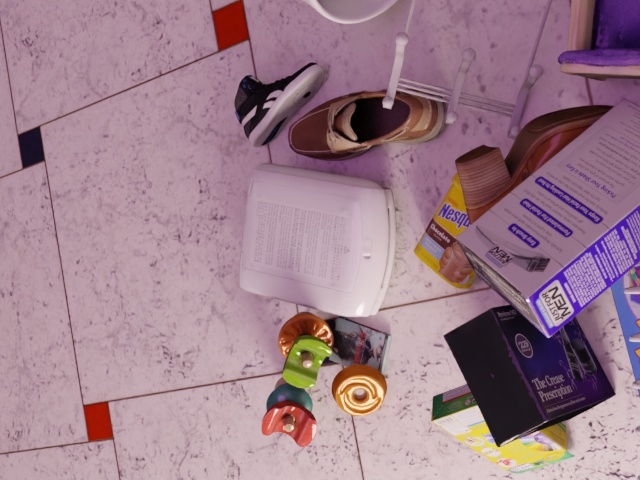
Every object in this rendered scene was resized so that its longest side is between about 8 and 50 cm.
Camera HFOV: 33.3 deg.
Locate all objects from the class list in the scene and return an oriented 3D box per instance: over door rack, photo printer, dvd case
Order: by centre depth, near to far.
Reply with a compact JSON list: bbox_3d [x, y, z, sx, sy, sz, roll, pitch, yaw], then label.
[{"bbox_3d":[0.247,-0.343,1.718,0.239,0.108,0.324,14,103,1],"label":"over door rack"},{"bbox_3d":[0.000,0.000,1.975,0.307,0.107,0.256,11,98,35],"label":"photo printer"},{"bbox_3d":[0.073,0.199,1.986,0.119,0.013,0.087,18,102,34],"label":"dvd case"}]

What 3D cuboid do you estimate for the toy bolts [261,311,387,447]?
[{"bbox_3d":[-0.005,0.260,1.994,0.218,0.158,0.228,25,111,-13],"label":"toy bolts"}]

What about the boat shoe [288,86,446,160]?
[{"bbox_3d":[0.063,-0.215,1.915,0.324,0.116,0.123,-11,85,36],"label":"boat shoe"}]

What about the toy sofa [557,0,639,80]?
[{"bbox_3d":[0.532,-0.303,1.531,0.362,0.177,0.150,9,97,37],"label":"toy sofa"}]

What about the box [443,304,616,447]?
[{"bbox_3d":[0.326,0.193,1.646,0.103,0.261,0.184,-38,71,31],"label":"box"}]

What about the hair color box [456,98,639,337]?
[{"bbox_3d":[0.389,-0.037,1.560,0.339,0.110,0.185,-38,39,-4],"label":"hair color box"}]

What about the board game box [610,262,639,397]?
[{"bbox_3d":[0.571,0.127,1.577,0.233,0.078,0.347,-18,81,35],"label":"board game box"}]

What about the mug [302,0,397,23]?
[{"bbox_3d":[0.027,-0.607,1.865,0.374,0.276,0.328,-44,55,-4],"label":"mug"}]

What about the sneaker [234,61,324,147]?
[{"bbox_3d":[-0.094,-0.291,2.051,0.217,0.079,0.121,-45,68,30],"label":"sneaker"}]

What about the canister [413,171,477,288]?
[{"bbox_3d":[0.246,-0.018,1.816,0.126,0.073,0.170,41,116,28],"label":"canister"}]

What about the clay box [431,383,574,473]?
[{"bbox_3d":[0.298,0.302,1.731,0.127,0.222,0.053,-27,40,37],"label":"clay box"}]

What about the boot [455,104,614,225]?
[{"bbox_3d":[0.368,-0.077,1.693,0.220,0.283,0.109,67,170,-17],"label":"boot"}]

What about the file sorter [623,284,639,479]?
[{"bbox_3d":[0.529,0.186,1.455,0.193,0.173,0.278,-5,89,36],"label":"file sorter"}]
